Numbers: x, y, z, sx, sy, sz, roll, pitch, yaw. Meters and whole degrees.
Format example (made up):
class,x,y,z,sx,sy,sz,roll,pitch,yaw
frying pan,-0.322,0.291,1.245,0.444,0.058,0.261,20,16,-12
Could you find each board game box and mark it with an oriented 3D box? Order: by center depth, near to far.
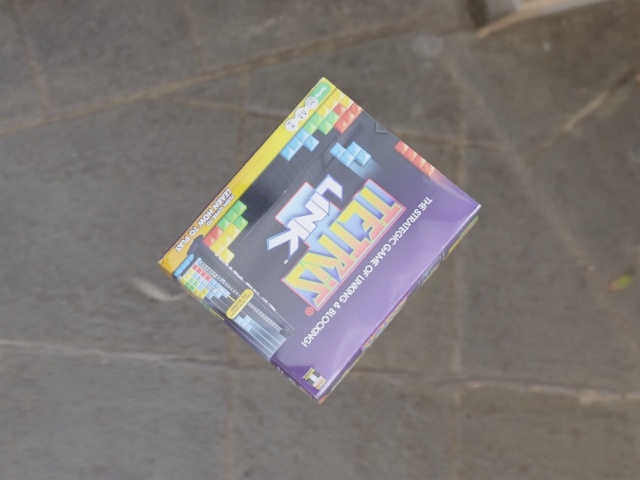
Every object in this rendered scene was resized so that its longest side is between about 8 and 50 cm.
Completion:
class,x,y,z,sx,sy,sz,roll,pitch,yaw
board game box,0.000,0.000,1.071,0.141,0.048,0.170,39,82,10
